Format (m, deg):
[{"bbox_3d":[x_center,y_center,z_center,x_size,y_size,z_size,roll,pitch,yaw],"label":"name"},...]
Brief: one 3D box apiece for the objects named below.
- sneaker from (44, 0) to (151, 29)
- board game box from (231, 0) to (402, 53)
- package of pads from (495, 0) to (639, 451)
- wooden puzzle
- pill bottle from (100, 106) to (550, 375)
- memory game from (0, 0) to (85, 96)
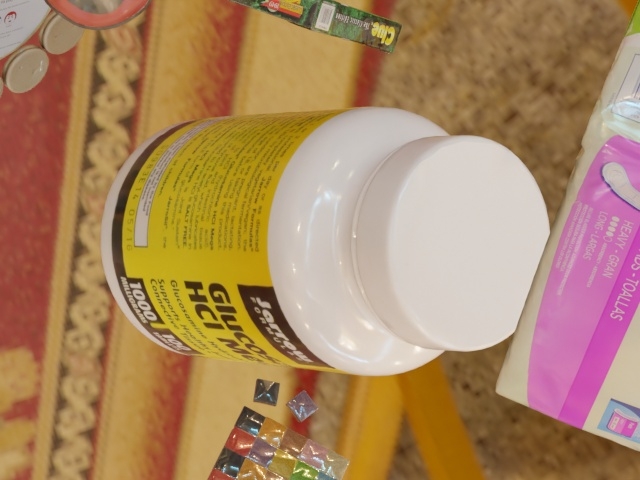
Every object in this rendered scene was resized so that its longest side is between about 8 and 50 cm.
[{"bbox_3d":[-0.110,-0.223,0.957,0.097,0.135,0.276,2,118,-8],"label":"sneaker"},{"bbox_3d":[-0.077,-0.202,1.508,0.136,0.259,0.030,10,100,-61],"label":"board game box"},{"bbox_3d":[0.228,0.025,0.990,0.229,0.101,0.296,21,150,8],"label":"package of pads"},{"bbox_3d":[-0.019,0.098,0.781,0.049,0.083,0.006,28,154,-4],"label":"wooden puzzle"},{"bbox_3d":[0.000,0.000,1.395,0.188,0.334,0.188,0,91,-36],"label":"pill bottle"},{"bbox_3d":[-0.217,-0.158,1.284,0.186,0.012,0.186,-34,148,-25],"label":"memory game"}]
